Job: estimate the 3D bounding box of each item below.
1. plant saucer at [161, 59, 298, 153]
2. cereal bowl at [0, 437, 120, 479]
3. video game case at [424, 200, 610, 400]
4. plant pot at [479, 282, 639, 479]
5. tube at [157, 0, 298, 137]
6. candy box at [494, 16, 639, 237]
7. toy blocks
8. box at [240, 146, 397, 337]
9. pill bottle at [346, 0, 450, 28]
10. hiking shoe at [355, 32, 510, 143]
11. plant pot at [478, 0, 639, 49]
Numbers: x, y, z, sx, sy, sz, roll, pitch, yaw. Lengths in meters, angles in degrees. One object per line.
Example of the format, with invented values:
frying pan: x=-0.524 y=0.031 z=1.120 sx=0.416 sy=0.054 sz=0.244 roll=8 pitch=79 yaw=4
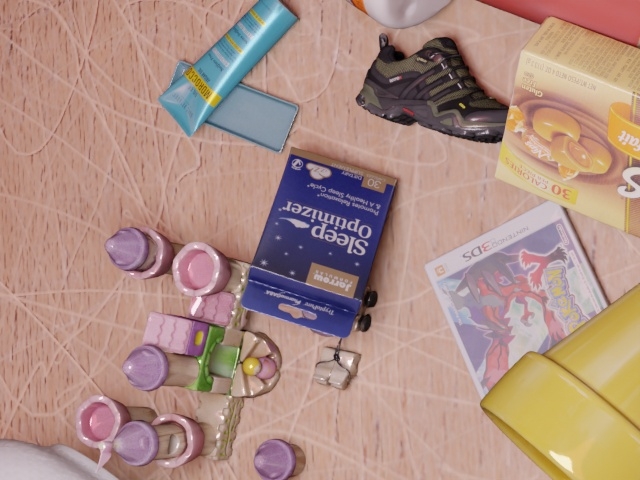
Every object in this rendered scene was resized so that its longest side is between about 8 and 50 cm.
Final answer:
plant saucer: x=-0.116 y=-0.172 z=2.006 sx=0.192 sy=0.018 sz=0.067 roll=23 pitch=94 yaw=26
cereal bowl: x=-0.299 y=0.348 z=1.877 sx=0.339 sy=0.339 sz=0.141 roll=28 pitch=69 yaw=25
video game case: x=0.238 y=0.078 z=1.811 sx=0.183 sy=0.023 sz=0.201 roll=-28 pitch=73 yaw=19
plant pot: x=0.340 y=0.172 z=1.644 sx=0.254 sy=0.254 sz=0.239 roll=41 pitch=87 yaw=23
tube: x=-0.117 y=-0.229 z=1.986 sx=0.207 sy=0.052 sz=0.080 roll=-45 pitch=54 yaw=9
candy box: x=0.357 y=-0.097 z=1.671 sx=0.316 sy=0.087 sz=0.183 roll=23 pitch=136 yaw=17
toy blocks: x=-0.147 y=0.140 z=1.849 sx=0.309 sy=0.260 sz=0.288 roll=14 pitch=89 yaw=25
box: x=0.000 y=0.000 z=1.833 sx=0.136 sy=0.036 sz=0.225 roll=17 pitch=56 yaw=0
pill bottle: x=0.002 y=-0.444 z=1.871 sx=0.392 sy=0.224 sz=0.224 roll=38 pitch=100 yaw=23
hiking shoe: x=0.150 y=-0.184 z=1.847 sx=0.227 sy=0.086 sz=0.114 roll=16 pitch=94 yaw=26
plant pot: x=0.299 y=-0.344 z=1.716 sx=0.243 sy=0.275 sz=0.275 roll=34 pitch=98 yaw=14
